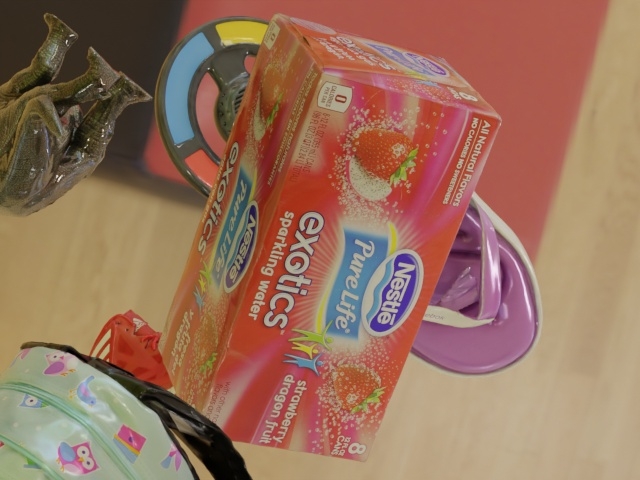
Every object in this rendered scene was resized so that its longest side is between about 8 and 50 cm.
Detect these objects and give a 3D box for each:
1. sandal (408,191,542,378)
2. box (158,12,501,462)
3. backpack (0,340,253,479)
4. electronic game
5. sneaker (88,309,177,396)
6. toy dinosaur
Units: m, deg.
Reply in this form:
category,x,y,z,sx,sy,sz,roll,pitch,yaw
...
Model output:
category,x,y,z,sx,sy,sz,roll,pitch,yaw
sandal,0.100,0.009,1.628,0.169,0.102,0.416,-30,126,5
box,0.000,0.000,1.090,0.128,0.122,0.257,12,111,-23
backpack,-0.104,0.137,0.785,0.115,0.152,0.182,-54,140,-36
electronic game,-0.073,-0.137,1.849,0.229,0.048,0.229,8,72,-25
sneaker,-0.167,0.118,1.834,0.128,0.221,0.087,68,17,14
toy dinosaur,-0.207,-0.072,1.231,0.121,0.313,0.160,40,91,-28
